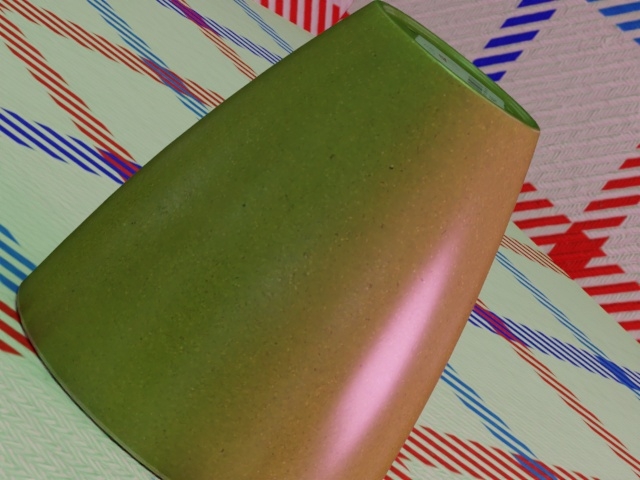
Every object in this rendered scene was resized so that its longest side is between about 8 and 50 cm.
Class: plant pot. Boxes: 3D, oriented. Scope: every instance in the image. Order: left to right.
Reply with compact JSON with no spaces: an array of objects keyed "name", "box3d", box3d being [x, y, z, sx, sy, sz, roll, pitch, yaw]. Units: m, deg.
[{"name":"plant pot","box3d":[0.000,0.000,1.253,0.275,0.293,0.275,37,11,-9]}]
